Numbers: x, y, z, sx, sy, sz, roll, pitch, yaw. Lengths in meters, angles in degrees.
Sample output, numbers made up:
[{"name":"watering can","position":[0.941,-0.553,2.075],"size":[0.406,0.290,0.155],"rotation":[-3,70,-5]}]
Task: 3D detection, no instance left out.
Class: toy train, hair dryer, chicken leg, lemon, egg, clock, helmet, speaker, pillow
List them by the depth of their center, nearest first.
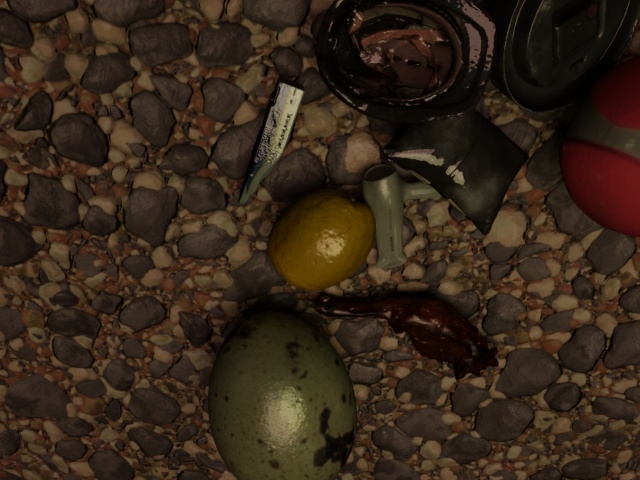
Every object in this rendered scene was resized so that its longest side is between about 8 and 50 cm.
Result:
[{"name":"clock","position":[0.368,-0.330,0.773],"size":[0.281,0.055,0.280],"rotation":[-17,132,-20]},{"name":"helmet","position":[0.119,-0.282,0.796],"size":[0.254,0.154,0.198],"rotation":[12,103,-3]},{"name":"speaker","position":[0.532,-0.155,0.806],"size":[0.295,0.294,0.294],"rotation":[0,116,-1]},{"name":"pillow","position":[0.239,-0.147,0.881],"size":[0.250,0.106,0.185],"rotation":[34,76,-16]},{"name":"toy train","position":[-0.090,-0.164,0.910],"size":[0.051,0.052,0.233],"rotation":[16,114,-14]},{"name":"lemon","position":[0.000,0.000,0.929],"size":[0.170,0.170,0.207],"rotation":[38,111,-17]},{"name":"hair dryer","position":[0.203,-0.060,0.970],"size":[0.237,0.075,0.206],"rotation":[-16,122,-2]},{"name":"egg","position":[-0.076,0.319,1.015],"size":[0.288,0.287,0.378],"rotation":[-14,101,5]},{"name":"chicken leg","position":[0.188,0.171,1.059],"size":[0.407,0.095,0.158],"rotation":[20,133,-8]}]
